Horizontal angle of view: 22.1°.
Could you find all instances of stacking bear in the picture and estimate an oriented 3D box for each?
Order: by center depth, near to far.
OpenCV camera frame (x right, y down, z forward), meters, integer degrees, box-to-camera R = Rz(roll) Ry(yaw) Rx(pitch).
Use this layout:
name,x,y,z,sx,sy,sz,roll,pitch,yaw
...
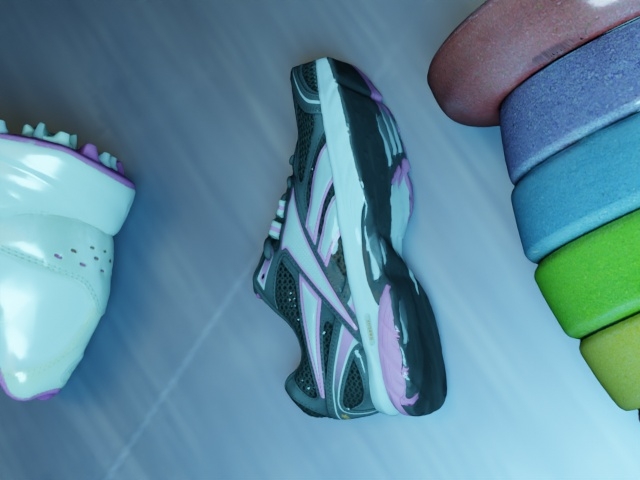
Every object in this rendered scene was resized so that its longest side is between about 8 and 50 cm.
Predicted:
name,x,y,z,sx,sy,sz,roll,pitch,yaw
stacking bear,0.174,0.021,0.678,0.175,0.164,0.289,-23,82,9

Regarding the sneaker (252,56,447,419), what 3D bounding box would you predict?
name,x,y,z,sx,sy,sz,roll,pitch,yaw
sneaker,0.000,0.000,0.763,0.077,0.072,0.178,-15,72,21

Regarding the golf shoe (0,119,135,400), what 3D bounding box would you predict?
name,x,y,z,sx,sy,sz,roll,pitch,yaw
golf shoe,-0.245,0.004,0.798,0.306,0.115,0.140,5,86,15
